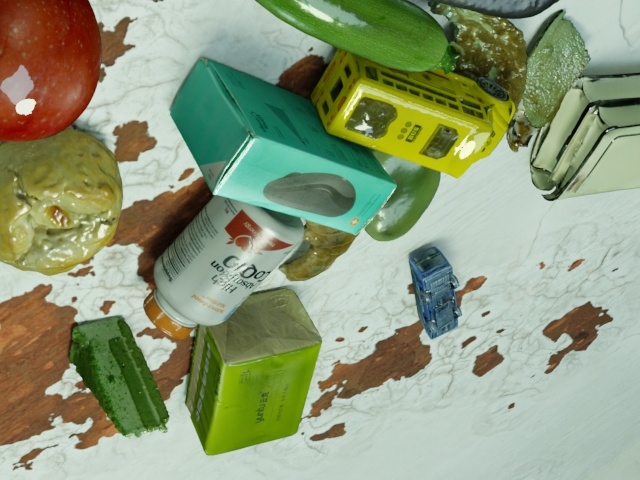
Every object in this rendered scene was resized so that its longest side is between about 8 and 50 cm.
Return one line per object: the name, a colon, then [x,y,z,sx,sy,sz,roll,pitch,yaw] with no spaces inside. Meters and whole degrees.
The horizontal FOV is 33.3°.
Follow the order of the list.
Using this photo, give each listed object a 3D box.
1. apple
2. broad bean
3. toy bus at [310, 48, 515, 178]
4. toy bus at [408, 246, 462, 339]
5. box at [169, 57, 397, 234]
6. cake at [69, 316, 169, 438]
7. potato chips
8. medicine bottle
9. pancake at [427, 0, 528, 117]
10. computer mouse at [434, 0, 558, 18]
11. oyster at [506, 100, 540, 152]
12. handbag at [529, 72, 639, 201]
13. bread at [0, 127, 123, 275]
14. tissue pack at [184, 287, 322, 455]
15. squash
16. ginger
apple: [-0.392,-0.234,1.288,0.260,0.260,0.216,3,106,-35]
broad bean: [0.137,-0.099,1.889,0.169,0.100,0.228,-18,136,-17]
toy bus: [0.162,-0.201,1.707,0.330,0.152,0.144,16,126,-25]
toy bus: [0.228,0.110,2.168,0.079,0.094,0.236,-30,143,-12]
box: [-0.057,-0.139,1.639,0.311,0.205,0.118,15,120,-43]
cake: [-0.341,0.231,1.829,0.100,0.235,0.099,-12,127,-31]
potato chips: [0.409,-0.297,1.869,0.142,0.026,0.209,-19,122,-12]
medicine bottle: [-0.172,0.036,1.785,0.288,0.157,0.157,-47,138,18]
pancake: [0.248,-0.287,1.798,0.197,0.054,0.376,-20,139,0]
computer mouse: [0.227,-0.429,1.576,0.323,0.116,0.183,9,117,-20]
oyster: [0.369,-0.231,1.930,0.103,0.051,0.148,14,105,-34]
handbag: [0.598,-0.197,2.034,0.359,0.160,0.236,-8,141,-25]
bread: [-0.400,-0.043,1.577,0.244,0.134,0.244,-16,136,-17]
tissue pack: [-0.133,0.252,2.029,0.200,0.167,0.274,-9,135,-24]
squash: [0.049,-0.326,1.545,0.395,0.107,0.107,19,121,-32]
ginger: [0.000,0.000,1.877,0.131,0.086,0.294,-17,157,-32]
